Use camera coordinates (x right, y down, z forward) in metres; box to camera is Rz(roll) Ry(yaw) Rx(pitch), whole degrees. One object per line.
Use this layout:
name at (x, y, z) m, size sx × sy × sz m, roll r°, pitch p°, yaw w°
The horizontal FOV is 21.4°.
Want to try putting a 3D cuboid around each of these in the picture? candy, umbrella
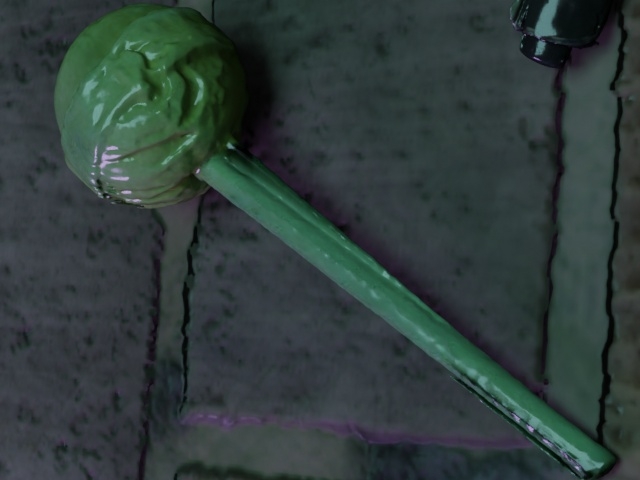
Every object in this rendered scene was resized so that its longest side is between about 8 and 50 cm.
candy at (0.000, 0.000, 0.740) m, size 0.335 × 0.093 × 0.092 m, roll 38°, pitch 151°, yaw 31°
umbrella at (0.114, -0.132, 0.674) m, size 0.036 × 0.031 × 0.133 m, roll 31°, pitch 105°, yaw 43°
